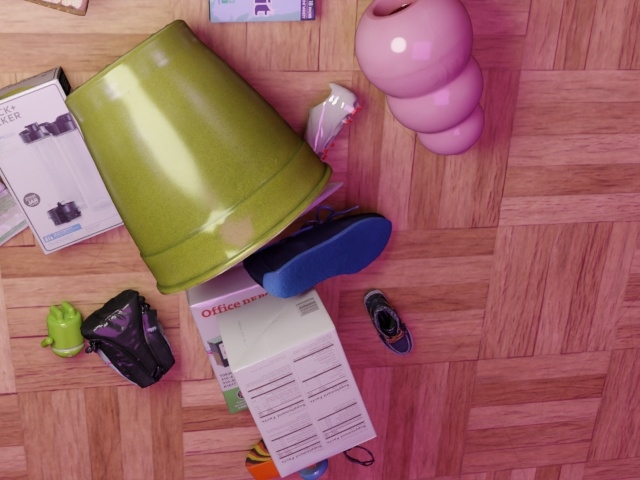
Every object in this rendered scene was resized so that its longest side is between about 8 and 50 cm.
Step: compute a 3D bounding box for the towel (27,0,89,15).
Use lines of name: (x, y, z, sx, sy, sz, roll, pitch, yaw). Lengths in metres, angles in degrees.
towel: (-0.443, -0.547, 1.263, 0.271, 0.040, 0.370, 12, 113, -15)

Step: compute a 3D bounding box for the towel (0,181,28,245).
towel: (-0.613, -0.064, 1.556, 0.113, 0.023, 0.152, -35, 115, 3)

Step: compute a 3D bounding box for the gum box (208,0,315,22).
gum box: (-0.101, -0.456, 1.459, 0.184, 0.041, 0.157, -4, 116, -9)

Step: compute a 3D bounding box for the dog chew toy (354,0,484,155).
dog chew toy: (0.196, -0.288, 1.524, 0.206, 0.207, 0.332, -29, 126, 3)

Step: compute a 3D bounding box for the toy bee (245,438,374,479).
toy bee: (-0.011, 0.445, 1.878, 0.298, 0.162, 0.195, 3, 127, 14)

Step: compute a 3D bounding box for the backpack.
backpack: (-0.366, 0.196, 1.676, 0.152, 0.115, 0.182, -35, 119, -6)

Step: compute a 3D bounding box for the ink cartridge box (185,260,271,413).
ink cartridge box: (-0.135, 0.184, 1.723, 0.201, 0.117, 0.278, -18, 118, -3)

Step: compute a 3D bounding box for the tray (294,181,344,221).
tray: (-0.082, -0.030, 1.566, 0.270, 0.145, 0.030, -35, 89, 42)

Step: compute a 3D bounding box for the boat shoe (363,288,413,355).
boat shoe: (0.149, 0.192, 1.807, 0.065, 0.083, 0.183, -31, 118, 4)

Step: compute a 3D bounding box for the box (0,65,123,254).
box: (-0.475, -0.138, 1.508, 0.169, 0.087, 0.290, -20, 118, -2)

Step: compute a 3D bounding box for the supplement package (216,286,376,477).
supplement package: (-0.046, 0.253, 1.595, 0.198, 0.199, 0.263, -23, 118, -4)

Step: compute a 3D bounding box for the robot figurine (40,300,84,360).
robot figurine: (-0.498, 0.179, 1.670, 0.101, 0.067, 0.115, -21, 122, -38)

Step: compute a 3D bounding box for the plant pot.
plant pot: (-0.226, -0.161, 1.430, 0.366, 0.366, 0.353, -33, 106, 5)

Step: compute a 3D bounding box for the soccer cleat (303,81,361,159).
soccer cleat: (-0.003, -0.206, 1.597, 0.076, 0.068, 0.196, 40, 113, 6)

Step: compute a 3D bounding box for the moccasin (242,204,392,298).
moccasin: (0.000, 0.000, 1.617, 0.342, 0.116, 0.138, -16, 125, -46)
